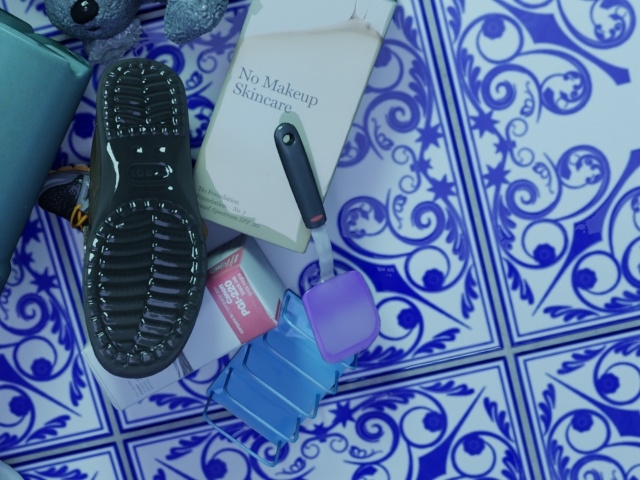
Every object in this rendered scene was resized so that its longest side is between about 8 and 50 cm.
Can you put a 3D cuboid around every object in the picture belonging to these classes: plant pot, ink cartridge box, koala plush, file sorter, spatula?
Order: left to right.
[{"bbox_3d":[-0.440,-0.109,1.791,0.341,0.341,0.334,30,96,-5],"label":"plant pot"},{"bbox_3d":[-0.225,-0.300,1.814,0.221,0.203,0.196,-33,113,31],"label":"koala plush"},{"bbox_3d":[-0.160,0.093,1.896,0.218,0.158,0.092,-31,102,9],"label":"ink cartridge box"},{"bbox_3d":[-0.046,0.169,1.937,0.118,0.104,0.170,37,102,-7],"label":"file sorter"},{"bbox_3d":[0.000,0.000,1.823,0.084,0.030,0.296,-24,117,-15],"label":"spatula"}]

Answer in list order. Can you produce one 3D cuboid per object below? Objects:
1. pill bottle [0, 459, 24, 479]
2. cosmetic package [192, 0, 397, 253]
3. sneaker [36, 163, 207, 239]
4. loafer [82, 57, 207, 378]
[{"bbox_3d":[-0.450,0.363,2.006,0.103,0.103,0.184,39,102,-6],"label":"pill bottle"},{"bbox_3d":[-0.036,-0.160,1.852,0.160,0.113,0.309,19,105,-3],"label":"cosmetic package"},{"bbox_3d":[-0.243,-0.021,1.898,0.215,0.083,0.084,19,143,-1],"label":"sneaker"},{"bbox_3d":[-0.198,-0.017,1.801,0.134,0.130,0.366,6,70,-11],"label":"loafer"}]
